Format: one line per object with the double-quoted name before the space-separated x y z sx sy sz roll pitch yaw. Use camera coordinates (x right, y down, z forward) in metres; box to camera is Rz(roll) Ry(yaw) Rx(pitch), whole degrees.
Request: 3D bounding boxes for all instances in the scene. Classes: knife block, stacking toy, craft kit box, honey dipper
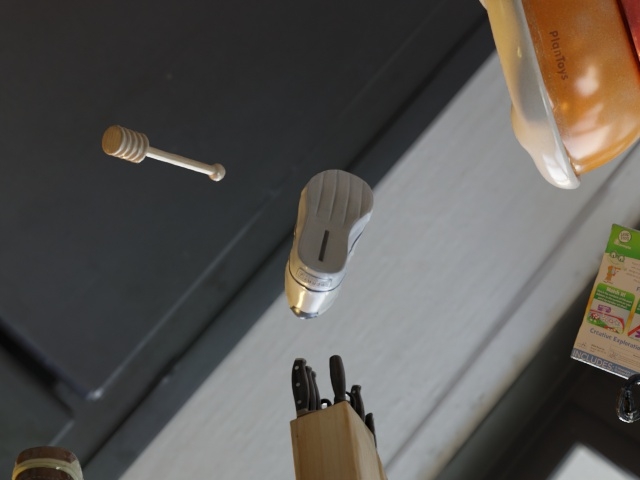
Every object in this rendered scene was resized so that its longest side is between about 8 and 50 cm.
"knife block" 0.012 0.273 1.771 0.242 0.088 0.276 68 -167 1
"stacking toy" 0.447 -0.279 1.592 0.350 0.480 0.350 -14 -90 -75
"craft kit box" 0.576 0.123 2.262 0.250 0.246 0.061 21 -170 34
"honey dipper" -0.151 -0.082 1.341 0.030 0.030 0.161 32 -171 38

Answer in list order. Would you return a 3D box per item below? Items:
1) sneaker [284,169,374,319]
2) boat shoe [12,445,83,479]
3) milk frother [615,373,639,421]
"sneaker" 0.000 0.000 1.668 0.094 0.258 0.091 25 124 0
"boat shoe" -0.279 0.328 1.416 0.257 0.095 0.095 79 -176 -46
"milk frother" 0.516 0.231 1.897 0.129 0.143 0.135 62 154 -5
